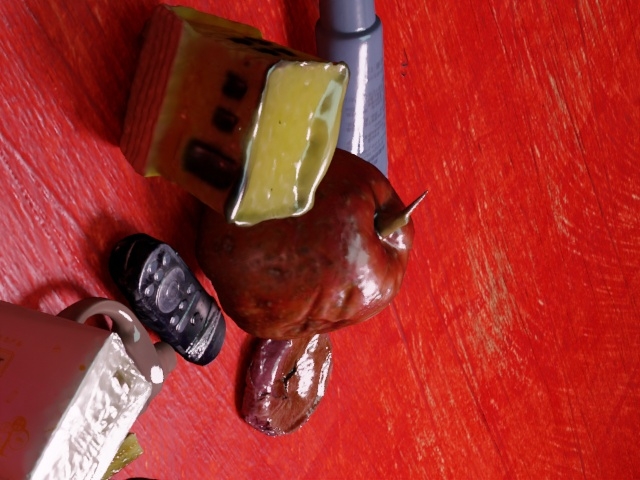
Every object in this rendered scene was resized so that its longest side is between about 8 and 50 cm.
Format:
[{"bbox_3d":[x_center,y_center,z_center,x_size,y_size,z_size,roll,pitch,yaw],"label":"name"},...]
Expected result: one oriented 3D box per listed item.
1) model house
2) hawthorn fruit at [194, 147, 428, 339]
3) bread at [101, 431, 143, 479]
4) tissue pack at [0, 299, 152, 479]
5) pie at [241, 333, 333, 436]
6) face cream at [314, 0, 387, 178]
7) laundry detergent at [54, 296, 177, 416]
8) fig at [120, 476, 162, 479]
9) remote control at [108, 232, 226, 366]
[{"bbox_3d":[-0.113,-0.149,1.936,0.174,0.234,0.193,-7,118,-51],"label":"model house"},{"bbox_3d":[-0.020,0.004,2.127,0.258,0.261,0.258,-57,161,-32],"label":"hawthorn fruit"},{"bbox_3d":[-0.267,0.256,1.979,0.094,0.090,0.035,-33,107,-50],"label":"bread"},{"bbox_3d":[-0.316,0.166,1.720,0.185,0.225,0.124,-60,147,-26],"label":"tissue pack"},{"bbox_3d":[-0.046,0.183,2.367,0.182,0.049,0.182,-33,133,-45],"label":"pie"},{"bbox_3d":[0.042,-0.196,2.257,0.135,0.086,0.385,-42,139,-41],"label":"face cream"},{"bbox_3d":[-0.249,0.140,1.974,0.237,0.076,0.171,-31,128,-52],"label":"laundry detergent"},{"bbox_3d":[-0.198,0.401,2.095,0.321,0.217,0.217,68,42,-75],"label":"fig"},{"bbox_3d":[-0.185,0.073,2.081,0.090,0.066,0.266,-58,151,-15],"label":"remote control"}]
